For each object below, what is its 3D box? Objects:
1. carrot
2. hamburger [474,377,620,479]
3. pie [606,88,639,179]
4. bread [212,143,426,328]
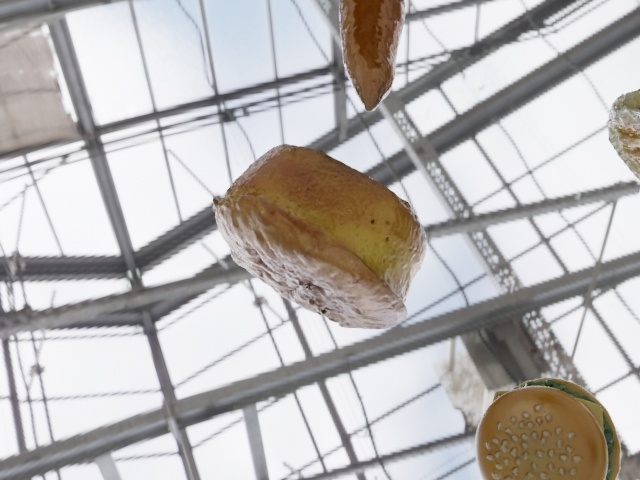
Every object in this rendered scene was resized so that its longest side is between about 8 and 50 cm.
[{"bbox_3d":[0.049,-0.194,0.890,0.072,0.072,0.205,0,-127,3],"label":"carrot"},{"bbox_3d":[0.248,0.230,1.067,0.162,0.115,0.162,-3,-95,29],"label":"hamburger"},{"bbox_3d":[0.652,-0.158,1.658,0.339,0.339,0.077,20,-107,20],"label":"pie"},{"bbox_3d":[0.005,0.003,1.350,0.312,0.312,0.172,26,-108,24],"label":"bread"}]
